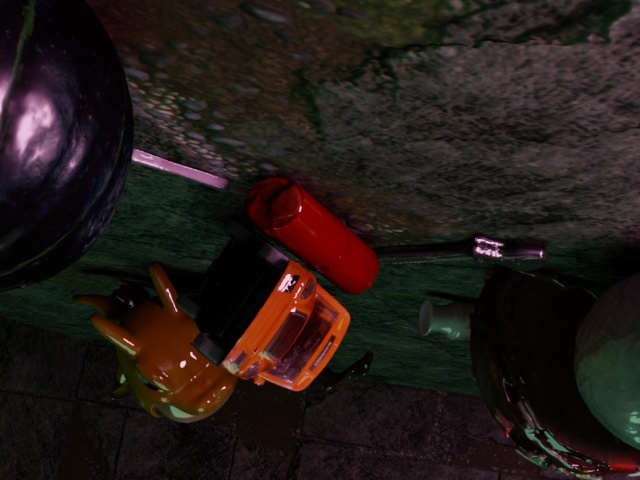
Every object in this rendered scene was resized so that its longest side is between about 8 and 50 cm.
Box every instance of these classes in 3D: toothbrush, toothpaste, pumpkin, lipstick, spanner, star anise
[{"bbox_3d":[-0.121,-0.066,0.990,0.194,0.014,0.017,18,165,-32],"label":"toothbrush"},{"bbox_3d":[0.325,0.146,1.470,0.323,0.066,0.100,8,163,-14],"label":"toothpaste"},{"bbox_3d":[-0.273,-0.072,0.597,0.315,0.238,0.315,13,164,4],"label":"pumpkin"},{"bbox_3d":[-0.001,0.000,1.060,0.073,0.073,0.279,4,165,24],"label":"lipstick"},{"bbox_3d":[0.147,0.019,1.140,0.093,0.026,0.325,20,165,-40],"label":"spanner"},{"bbox_3d":[-0.045,0.148,1.534,0.346,0.148,0.237,22,174,34],"label":"star anise"}]

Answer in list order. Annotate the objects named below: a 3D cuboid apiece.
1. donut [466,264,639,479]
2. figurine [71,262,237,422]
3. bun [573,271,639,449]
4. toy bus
[{"bbox_3d":[0.356,0.191,1.199,0.345,0.259,0.136,13,160,-16],"label":"donut"},{"bbox_3d":[-0.317,0.206,1.752,0.401,0.268,0.387,16,169,-7],"label":"figurine"},{"bbox_3d":[0.464,0.154,0.986,0.362,0.211,0.362,1,153,0],"label":"bun"},{"bbox_3d":[-0.067,0.080,1.064,0.153,0.143,0.329,35,177,-16],"label":"toy bus"}]
